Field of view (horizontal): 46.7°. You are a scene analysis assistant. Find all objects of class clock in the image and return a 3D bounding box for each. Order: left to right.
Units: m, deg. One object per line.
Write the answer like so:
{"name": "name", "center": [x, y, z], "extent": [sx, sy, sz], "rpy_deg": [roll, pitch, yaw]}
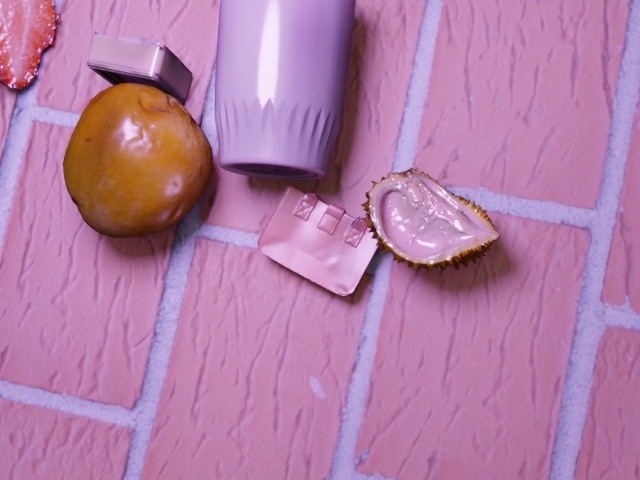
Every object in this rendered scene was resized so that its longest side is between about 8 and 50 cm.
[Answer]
{"name": "clock", "center": [-0.347, -0.332, 1.437], "extent": [0.147, 0.192, 0.071], "rpy_deg": [13, 87, 7]}

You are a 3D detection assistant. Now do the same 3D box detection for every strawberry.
{"name": "strawberry", "center": [-0.643, -0.444, 1.532], "extent": [0.175, 0.107, 0.236], "rpy_deg": [27, 88, -29]}

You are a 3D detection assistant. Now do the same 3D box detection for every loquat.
{"name": "loquat", "center": [-0.348, -0.147, 1.389], "extent": [0.284, 0.276, 0.276], "rpy_deg": [-38, 81, 4]}

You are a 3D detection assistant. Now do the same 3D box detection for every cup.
{"name": "cup", "center": [-0.073, -0.309, 1.376], "extent": [0.253, 0.253, 0.371], "rpy_deg": [5, 86, 6]}

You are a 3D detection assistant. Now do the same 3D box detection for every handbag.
{"name": "handbag", "center": [0.000, 0.000, 1.432], "extent": [0.213, 0.059, 0.157], "rpy_deg": [27, 88, 7]}

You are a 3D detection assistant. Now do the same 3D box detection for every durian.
{"name": "durian", "center": [0.191, -0.026, 1.374], "extent": [0.250, 0.138, 0.183], "rpy_deg": [35, 85, 10]}
